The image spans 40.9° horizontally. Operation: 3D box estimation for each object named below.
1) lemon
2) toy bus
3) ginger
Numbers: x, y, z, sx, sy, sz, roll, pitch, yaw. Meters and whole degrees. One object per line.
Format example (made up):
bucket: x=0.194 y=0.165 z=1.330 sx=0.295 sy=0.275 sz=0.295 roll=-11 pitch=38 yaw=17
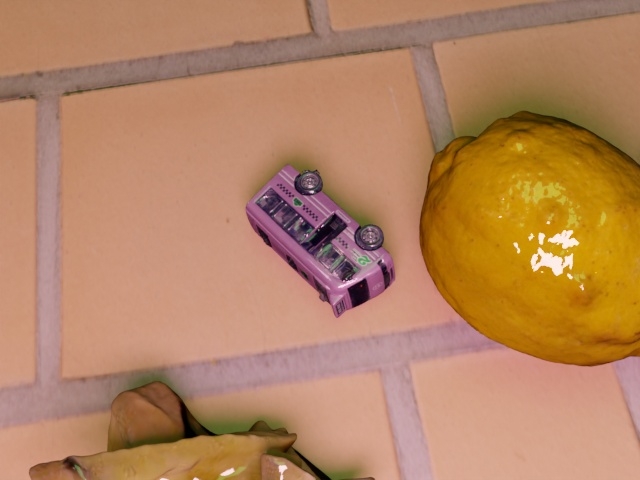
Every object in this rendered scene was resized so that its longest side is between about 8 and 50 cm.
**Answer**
lemon: x=0.267 y=0.006 z=1.001 sx=0.286 sy=0.285 sz=0.316 roll=-21 pitch=89 yaw=-8
toy bus: x=0.000 y=0.000 z=1.104 sx=0.108 sy=0.096 sz=0.199 roll=-41 pitch=66 yaw=-13
ginger: x=-0.105 y=0.347 z=0.870 sx=0.414 sy=0.211 sz=0.358 roll=30 pitch=70 yaw=16
